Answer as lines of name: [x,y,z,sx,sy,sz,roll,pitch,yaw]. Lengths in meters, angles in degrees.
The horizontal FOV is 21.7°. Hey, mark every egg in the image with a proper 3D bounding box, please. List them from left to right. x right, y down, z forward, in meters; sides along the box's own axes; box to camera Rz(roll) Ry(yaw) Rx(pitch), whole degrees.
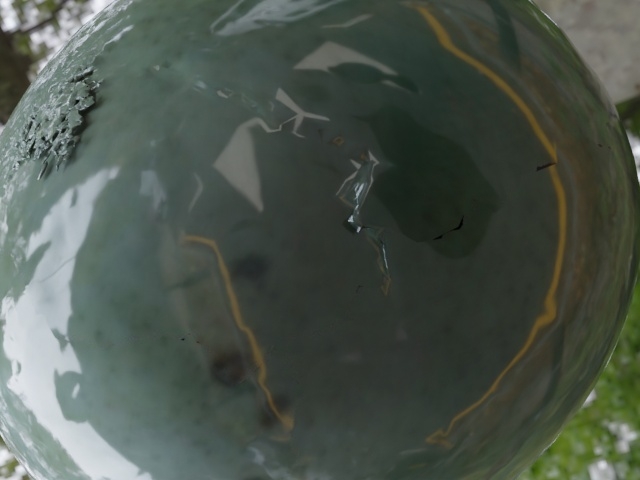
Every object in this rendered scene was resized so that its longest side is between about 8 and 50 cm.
egg: [0.000,0.000,0.462,0.169,0.169,0.236,66,-154,-6]
